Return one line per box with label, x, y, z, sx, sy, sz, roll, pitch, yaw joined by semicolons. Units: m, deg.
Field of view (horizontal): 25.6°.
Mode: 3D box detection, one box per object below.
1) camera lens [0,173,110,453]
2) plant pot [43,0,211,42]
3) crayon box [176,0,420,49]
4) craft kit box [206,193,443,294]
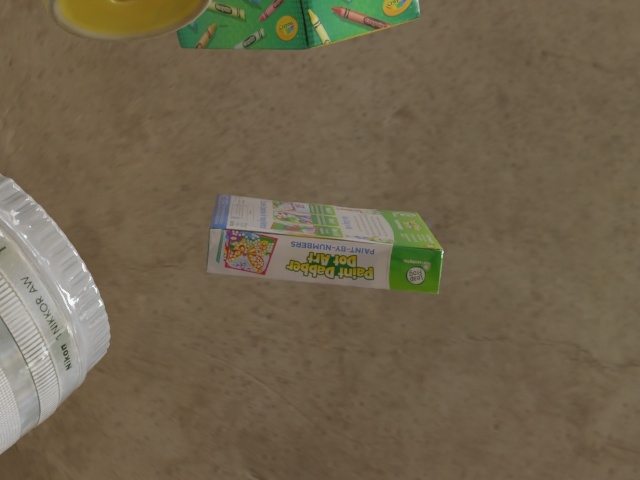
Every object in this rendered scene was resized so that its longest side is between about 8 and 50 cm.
camera lens;-0.332;0.094;1.104;0.274;0.219;0.219;-39;99;-31
plant pot;-0.204;-0.338;1.389;0.254;0.254;0.239;-4;69;-15
crayon box;-0.036;-0.281;1.657;0.165;0.278;0.081;-21;109;-33
craft kit box;0.000;0.000;1.573;0.247;0.250;0.061;3;100;-2
